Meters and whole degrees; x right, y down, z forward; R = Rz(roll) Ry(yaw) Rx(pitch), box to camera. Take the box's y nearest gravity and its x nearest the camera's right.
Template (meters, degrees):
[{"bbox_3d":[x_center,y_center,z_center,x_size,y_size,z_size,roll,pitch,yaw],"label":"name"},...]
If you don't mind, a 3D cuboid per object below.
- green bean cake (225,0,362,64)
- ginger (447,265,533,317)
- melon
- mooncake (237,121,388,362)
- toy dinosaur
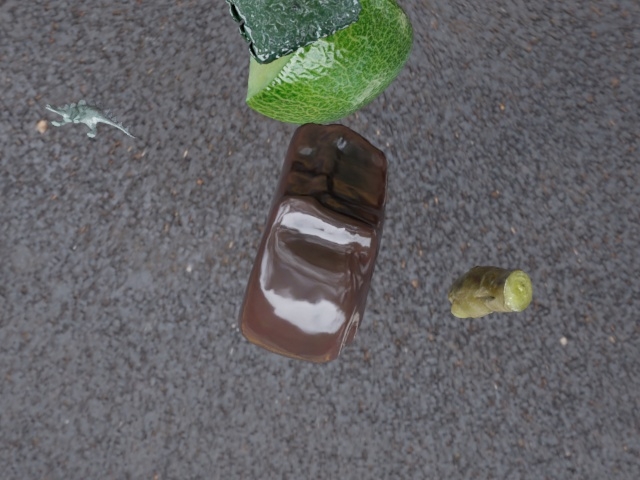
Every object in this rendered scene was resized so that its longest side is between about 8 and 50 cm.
[{"bbox_3d":[-0.053,-0.416,1.399,0.208,0.107,0.193,-22,104,6],"label":"green bean cake"},{"bbox_3d":[0.387,0.117,1.963,0.109,0.263,0.116,48,68,-11],"label":"ginger"},{"bbox_3d":[0.045,-0.371,1.663,0.344,0.226,0.331,10,120,-39],"label":"melon"},{"bbox_3d":[0.000,0.000,1.198,0.174,0.326,0.333,18,93,-1],"label":"mooncake"},{"bbox_3d":[-0.497,-0.268,1.841,0.209,0.082,0.039,19,145,3],"label":"toy dinosaur"}]
